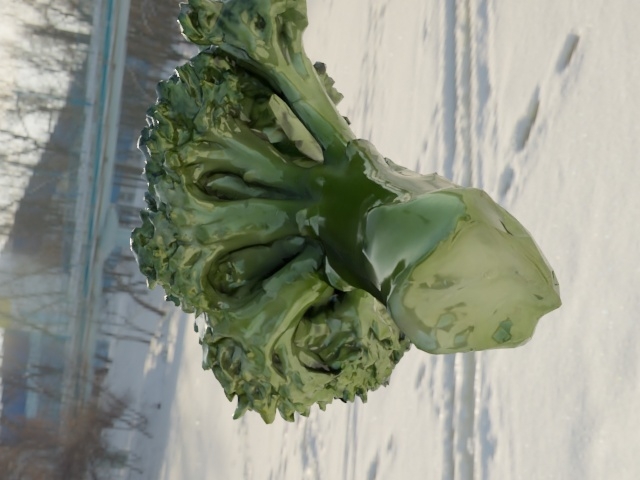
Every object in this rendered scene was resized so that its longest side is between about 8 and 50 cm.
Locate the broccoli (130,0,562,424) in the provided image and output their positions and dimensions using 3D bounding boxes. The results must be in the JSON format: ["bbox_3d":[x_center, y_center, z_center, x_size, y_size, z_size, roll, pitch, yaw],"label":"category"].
[{"bbox_3d":[0.010,0.019,0.644,0.397,0.275,0.353,41,167,37],"label":"broccoli"}]
